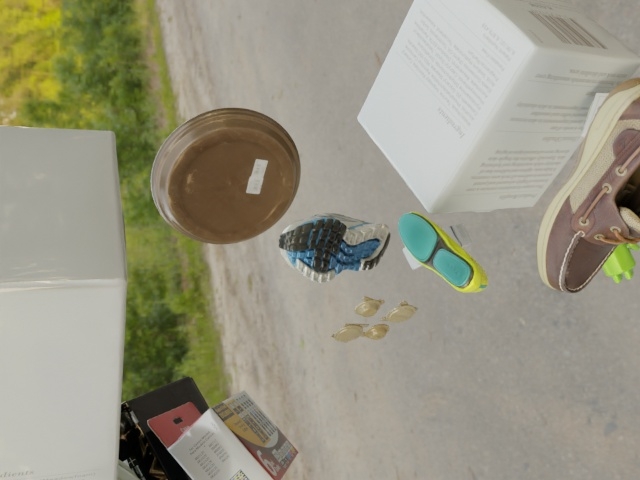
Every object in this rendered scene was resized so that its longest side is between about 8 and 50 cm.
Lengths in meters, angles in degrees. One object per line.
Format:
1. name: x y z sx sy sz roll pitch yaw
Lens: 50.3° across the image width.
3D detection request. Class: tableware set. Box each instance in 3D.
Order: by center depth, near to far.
1. tableware set: 0.112 0.170 1.428 0.168 0.141 0.020 -49 43 37

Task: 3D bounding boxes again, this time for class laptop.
1. laptop: -0.403 0.580 1.617 0.382 0.408 0.236 58 166 10

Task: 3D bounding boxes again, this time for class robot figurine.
1. robot figurine: 0.632 0.032 1.469 0.101 0.067 0.115 -28 88 37

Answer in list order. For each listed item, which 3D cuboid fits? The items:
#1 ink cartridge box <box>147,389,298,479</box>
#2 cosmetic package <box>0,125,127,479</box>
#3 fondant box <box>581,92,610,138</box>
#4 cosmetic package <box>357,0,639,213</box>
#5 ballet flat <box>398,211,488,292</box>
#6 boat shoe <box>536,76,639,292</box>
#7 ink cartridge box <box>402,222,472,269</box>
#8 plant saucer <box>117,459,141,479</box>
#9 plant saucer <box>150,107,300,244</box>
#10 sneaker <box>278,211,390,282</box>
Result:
1. ink cartridge box: -0.201 0.434 1.489 0.272 0.130 0.309 47 180 8
2. cosmetic package: -0.298 0.131 0.721 0.230 0.162 0.453 -111 28 -45
3. fondant box: 0.681 -0.167 1.232 0.330 0.238 0.096 18 86 44
4. cosmetic package: 0.347 -0.306 1.412 0.327 0.329 0.393 58 137 33
5. ballet flat: 0.231 0.025 1.279 0.077 0.077 0.231 -62 40 18
6. boat shoe: 0.406 -0.044 0.938 0.123 0.123 0.342 55 143 44
7. ink cartridge box: 0.299 0.014 1.733 0.109 0.150 0.063 -36 74 39
8. plant saucer: -0.433 0.461 1.210 0.100 0.401 0.400 -73 2 -51
9. plant saucer: -0.164 -0.104 1.237 0.041 0.278 0.277 -121 38 -52
10. sneaker: 0.000 0.000 0.768 0.083 0.191 0.071 23 100 29
